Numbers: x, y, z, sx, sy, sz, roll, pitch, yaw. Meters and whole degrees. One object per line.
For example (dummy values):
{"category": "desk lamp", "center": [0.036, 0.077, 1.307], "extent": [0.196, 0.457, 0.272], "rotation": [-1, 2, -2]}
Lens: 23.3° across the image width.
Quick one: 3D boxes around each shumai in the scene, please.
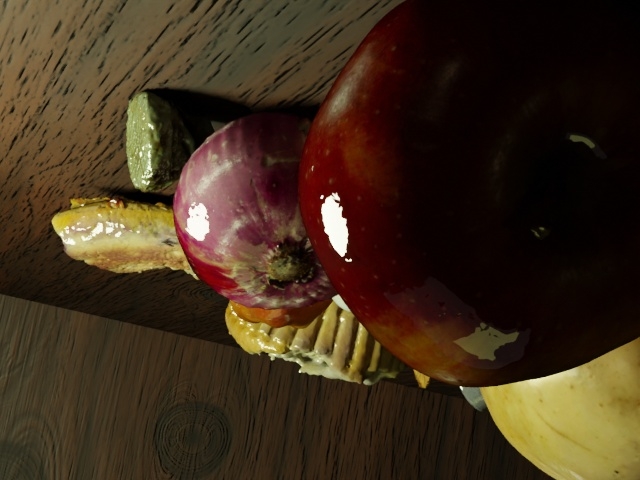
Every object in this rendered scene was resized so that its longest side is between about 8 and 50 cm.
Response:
{"category": "shumai", "center": [-0.147, -0.099, 1.575], "extent": [0.087, 0.099, 0.124], "rotation": [-3, 176, -18]}

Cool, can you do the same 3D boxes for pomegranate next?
{"category": "pomegranate", "center": [0.317, 0.105, 1.479], "extent": [0.338, 0.338, 0.338], "rotation": [11, 170, 2]}

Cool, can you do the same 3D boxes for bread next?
{"category": "bread", "center": [0.003, 0.096, 2.175], "extent": [0.274, 0.149, 0.274], "rotation": [10, -164, -3]}

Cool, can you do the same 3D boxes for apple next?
{"category": "apple", "center": [0.127, -0.044, 1.064], "extent": [0.288, 0.288, 0.317], "rotation": [12, 180, -6]}
{"category": "apple", "center": [-0.049, 0.032, 1.955], "extent": [0.156, 0.158, 0.147], "rotation": [8, 168, 41]}

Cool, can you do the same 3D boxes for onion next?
{"category": "onion", "center": [-0.055, -0.022, 1.543], "extent": [0.200, 0.201, 0.207], "rotation": [8, 169, 15]}

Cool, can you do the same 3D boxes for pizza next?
{"category": "pizza", "center": [-0.210, -0.010, 2.099], "extent": [0.305, 0.086, 0.161], "rotation": [5, 157, -10]}

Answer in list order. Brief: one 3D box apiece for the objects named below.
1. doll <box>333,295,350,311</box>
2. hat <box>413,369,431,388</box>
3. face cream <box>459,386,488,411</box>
{"category": "doll", "center": [-0.002, -0.014, 1.736], "extent": [0.271, 0.144, 0.208], "rotation": [32, 142, -9]}
{"category": "hat", "center": [0.228, 0.064, 1.900], "extent": [0.233, 0.244, 0.233], "rotation": [-4, -147, -4]}
{"category": "face cream", "center": [0.303, 0.123, 1.978], "extent": [0.283, 0.073, 0.073], "rotation": [-33, 149, 22]}
